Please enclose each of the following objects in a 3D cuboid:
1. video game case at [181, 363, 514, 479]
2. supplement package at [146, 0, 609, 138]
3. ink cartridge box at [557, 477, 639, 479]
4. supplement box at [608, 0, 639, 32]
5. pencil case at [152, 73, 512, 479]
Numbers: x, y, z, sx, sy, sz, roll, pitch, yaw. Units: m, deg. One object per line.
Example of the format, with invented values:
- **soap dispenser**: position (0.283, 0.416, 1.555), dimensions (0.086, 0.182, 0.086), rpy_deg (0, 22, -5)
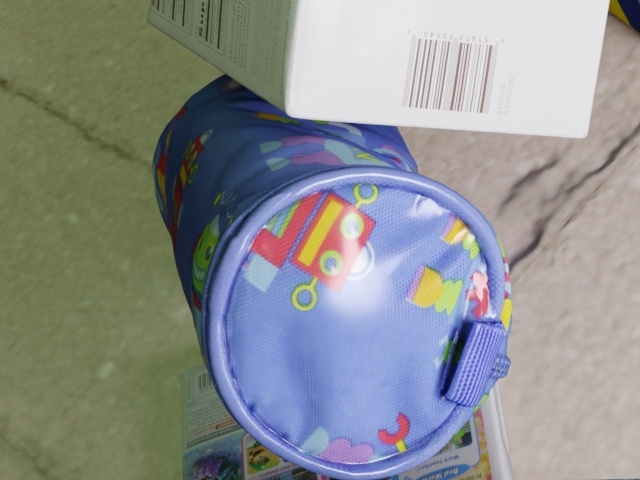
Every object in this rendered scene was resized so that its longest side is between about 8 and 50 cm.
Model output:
- **video game case**: position (0.008, 0.094, 0.902), dimensions (0.157, 0.019, 0.143), rpy_deg (-20, 44, 15)
- **supplement package**: position (0.020, -0.138, 0.885), dimensions (0.139, 0.134, 0.244), rpy_deg (3, 14, -19)
- **ink cartridge box**: position (-0.014, 0.215, 0.722), dimensions (0.307, 0.129, 0.223), rpy_deg (-6, 50, 29)
- **supplement box**: position (0.122, -0.294, 1.048), dimensions (0.194, 0.195, 0.356), rpy_deg (-39, 43, -4)
- **pencil case**: position (0.000, 0.000, 0.848), dimensions (0.306, 0.133, 0.119), rpy_deg (-119, 45, -74)
